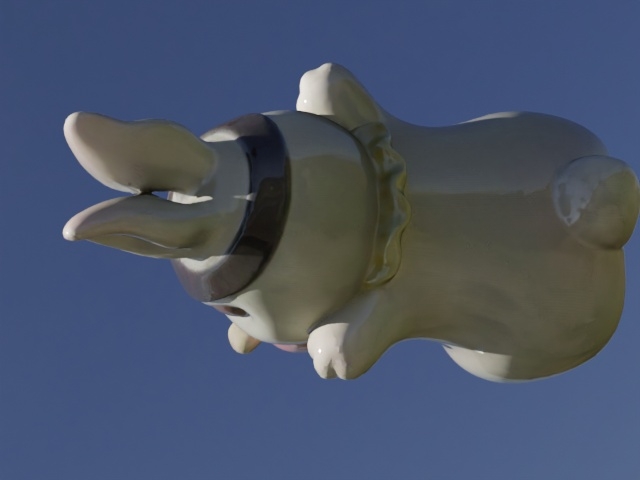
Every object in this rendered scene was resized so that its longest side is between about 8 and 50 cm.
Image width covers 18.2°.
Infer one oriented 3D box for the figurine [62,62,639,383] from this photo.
[{"bbox_3d":[0.001,0.009,0.521,0.146,0.081,0.098,0,-42,-14],"label":"figurine"}]
